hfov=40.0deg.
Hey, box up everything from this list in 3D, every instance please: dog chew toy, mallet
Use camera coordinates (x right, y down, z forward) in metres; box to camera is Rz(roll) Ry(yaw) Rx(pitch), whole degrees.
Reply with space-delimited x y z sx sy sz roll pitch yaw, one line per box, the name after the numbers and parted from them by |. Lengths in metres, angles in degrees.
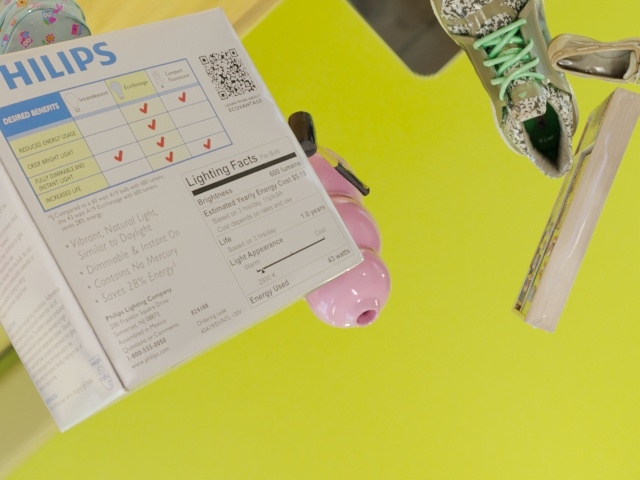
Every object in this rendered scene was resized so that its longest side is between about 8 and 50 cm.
0.000 0.000 1.354 0.206 0.332 0.206 -18 140 -16 | dog chew toy
0.017 -0.107 1.253 0.039 0.189 0.062 -26 -136 24 | mallet

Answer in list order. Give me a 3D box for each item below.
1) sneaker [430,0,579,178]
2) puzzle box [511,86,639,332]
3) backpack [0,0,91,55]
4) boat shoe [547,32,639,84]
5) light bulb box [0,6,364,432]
0.295 -0.257 1.298 0.158 0.410 0.182 -28 -147 17 | sneaker
0.435 -0.045 1.519 0.272 0.052 0.409 10 101 -83 | puzzle box
-0.361 -0.231 1.094 0.152 0.115 0.182 8 119 -50 | backpack
0.345 -0.209 1.034 0.048 0.153 0.056 -81 -178 -52 | boat shoe
-0.206 -0.034 1.022 0.358 0.361 0.225 -26 175 -40 | light bulb box
